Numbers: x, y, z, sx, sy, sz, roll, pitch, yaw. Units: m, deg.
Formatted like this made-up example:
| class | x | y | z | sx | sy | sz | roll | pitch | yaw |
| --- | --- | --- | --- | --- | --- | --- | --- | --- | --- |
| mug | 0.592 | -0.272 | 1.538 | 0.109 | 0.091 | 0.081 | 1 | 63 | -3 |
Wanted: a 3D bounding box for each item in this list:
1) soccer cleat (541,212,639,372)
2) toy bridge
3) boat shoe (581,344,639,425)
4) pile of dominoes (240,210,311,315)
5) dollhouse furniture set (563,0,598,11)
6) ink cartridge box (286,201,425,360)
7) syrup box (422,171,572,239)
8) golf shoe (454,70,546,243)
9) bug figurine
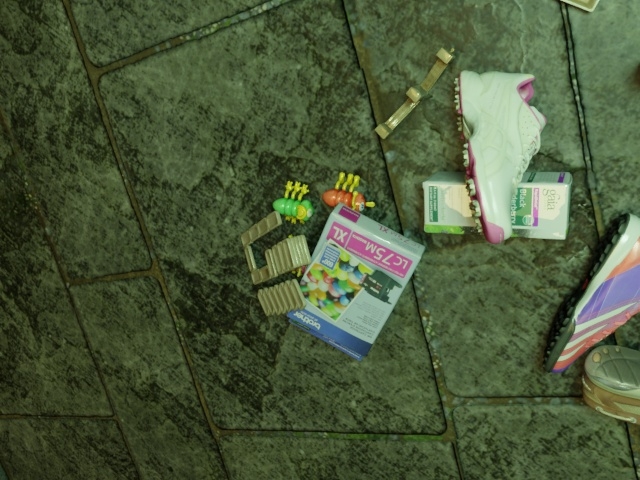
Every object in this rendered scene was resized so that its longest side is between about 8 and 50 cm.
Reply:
| class | x | y | z | sx | sy | sz | roll | pitch | yaw |
| --- | --- | --- | --- | --- | --- | --- | --- | --- | --- |
| soccer cleat | 0.483 | 0.113 | 0.990 | 0.116 | 0.108 | 0.318 | 25 | 115 | 11 |
| toy bridge | 0.170 | -0.259 | 1.027 | 0.026 | 0.063 | 0.188 | 44 | 119 | 5 |
| boat shoe | 0.608 | 0.277 | 0.988 | 0.324 | 0.123 | 0.116 | 17 | 126 | 22 |
| pile of dominoes | -0.088 | 0.053 | 1.207 | 0.251 | 0.040 | 0.196 | -25 | 79 | 64 |
| dollhouse furniture set | 0.368 | -0.397 | 0.870 | 0.114 | 0.081 | 0.091 | 29 | 118 | 14 |
| ink cartridge box | 0.054 | 0.101 | 1.150 | 0.185 | 0.065 | 0.311 | 27 | 122 | 6 |
| syrup box | 0.305 | -0.065 | 1.014 | 0.236 | 0.096 | 0.093 | 4 | 110 | 26 |
| golf shoe | 0.289 | -0.144 | 0.920 | 0.140 | 0.115 | 0.306 | -5 | 68 | 12 |
| bug figurine | 0.000 | 0.000 | 1.199 | 0.216 | 0.072 | 0.279 | 11 | 113 | 22 |
